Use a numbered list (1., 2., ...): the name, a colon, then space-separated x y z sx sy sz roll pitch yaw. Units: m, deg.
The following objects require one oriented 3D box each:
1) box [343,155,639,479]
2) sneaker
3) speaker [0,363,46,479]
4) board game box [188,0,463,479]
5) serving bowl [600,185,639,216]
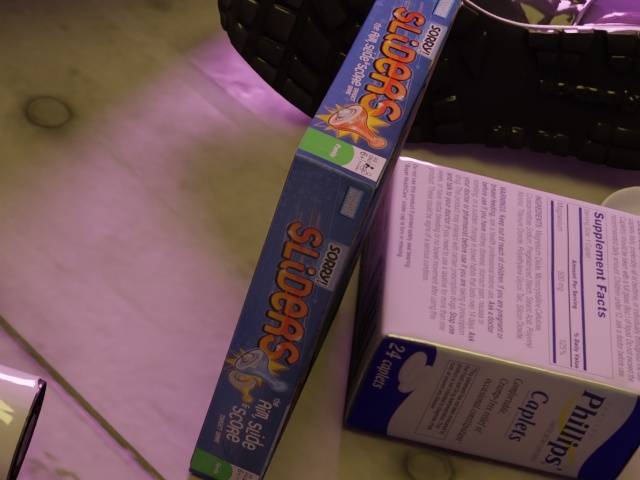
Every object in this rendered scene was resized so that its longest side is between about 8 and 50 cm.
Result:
1. box: 0.089 0.038 0.905 0.137 0.072 0.126 14 44 -6
2. sneaker: 0.077 -0.119 1.054 0.283 0.107 0.124 14 29 -12
3. speaker: -0.189 0.063 0.792 0.136 0.055 0.055 18 44 -3
4. board game box: 0.000 0.000 0.817 0.035 0.201 0.136 23 44 3
5. serving bowl: 0.181 0.010 0.998 0.083 0.027 0.083 11 44 -11
